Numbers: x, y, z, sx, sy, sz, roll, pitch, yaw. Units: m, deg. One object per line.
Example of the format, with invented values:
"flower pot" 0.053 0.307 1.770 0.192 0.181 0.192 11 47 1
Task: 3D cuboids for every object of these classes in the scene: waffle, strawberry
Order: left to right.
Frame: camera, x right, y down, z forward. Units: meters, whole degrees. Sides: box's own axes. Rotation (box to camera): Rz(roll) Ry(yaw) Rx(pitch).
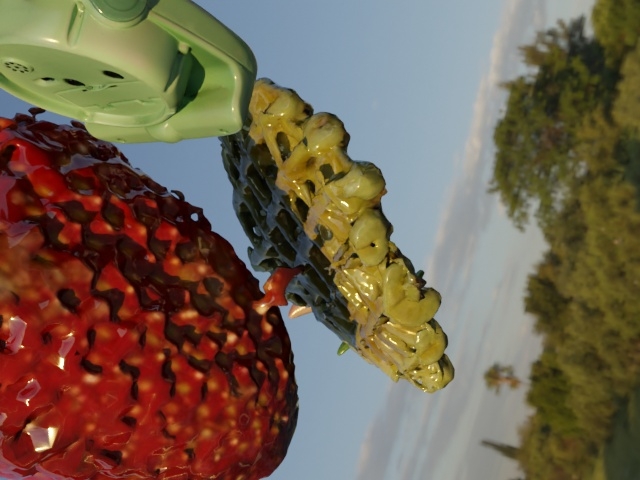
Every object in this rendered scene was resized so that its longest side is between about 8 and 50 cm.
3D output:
"strawberry" -0.167 0.053 0.759 0.292 0.343 0.292 -168 90 -78
"waffle" 0.000 0.000 0.885 0.073 0.297 0.317 -31 -54 -17

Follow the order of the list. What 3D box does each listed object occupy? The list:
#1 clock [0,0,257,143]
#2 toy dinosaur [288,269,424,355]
"clock" -0.144 -0.118 0.590 0.188 0.148 0.060 27 -110 -47
"toy dinosaur" 0.034 0.039 1.179 0.194 0.177 0.152 -46 9 29
